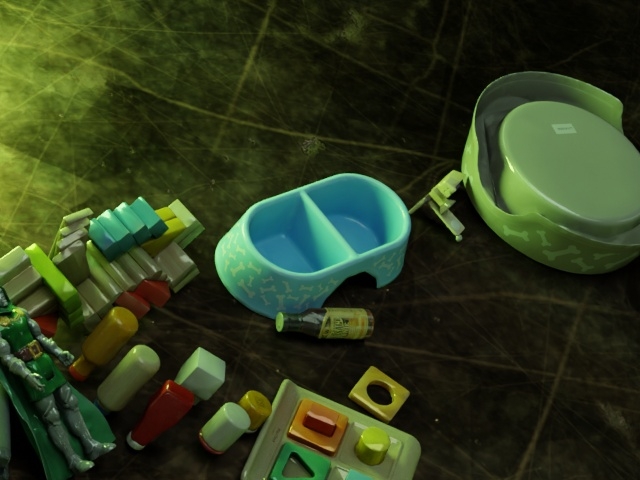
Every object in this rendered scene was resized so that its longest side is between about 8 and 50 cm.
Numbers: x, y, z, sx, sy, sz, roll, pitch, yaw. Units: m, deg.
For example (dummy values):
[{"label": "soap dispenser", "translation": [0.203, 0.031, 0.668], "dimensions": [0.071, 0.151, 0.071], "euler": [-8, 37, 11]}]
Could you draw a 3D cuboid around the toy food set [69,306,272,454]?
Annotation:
[{"label": "toy food set", "translation": [-0.179, 0.189, 1.834], "dimensions": [0.232, 0.104, 0.111], "euler": [32, 27, -21]}]

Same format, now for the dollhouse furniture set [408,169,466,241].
[{"label": "dollhouse furniture set", "translation": [0.204, -0.058, 2.245], "dimensions": [0.081, 0.091, 0.114], "euler": [48, 42, -1]}]

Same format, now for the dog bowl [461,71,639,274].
[{"label": "dog bowl", "translation": [0.369, -0.096, 2.336], "dimensions": [0.349, 0.102, 0.348], "euler": [14, 45, -15]}]

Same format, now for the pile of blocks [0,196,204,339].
[{"label": "pile of blocks", "translation": [-0.254, 0.042, 1.871], "dimensions": [0.362, 0.149, 0.112], "euler": [-27, 65, -41]}]

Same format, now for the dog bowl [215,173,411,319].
[{"label": "dog bowl", "translation": [0.000, 0.000, 2.088], "dimensions": [0.297, 0.074, 0.166], "euler": [-21, 62, -37]}]

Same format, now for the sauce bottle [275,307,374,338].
[{"label": "sauce bottle", "translation": [0.005, 0.107, 2.015], "dimensions": [0.128, 0.042, 0.042], "euler": [0, 50, -23]}]

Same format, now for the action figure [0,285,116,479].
[{"label": "action figure", "translation": [-0.315, 0.150, 1.734], "dimensions": [0.232, 0.063, 0.137], "euler": [59, 28, -6]}]

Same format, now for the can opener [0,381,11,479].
[{"label": "can opener", "translation": [-0.375, 0.233, 1.688], "dimensions": [0.093, 0.074, 0.280], "euler": [6, 47, -14]}]

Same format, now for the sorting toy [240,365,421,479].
[{"label": "sorting toy", "translation": [0.020, 0.261, 1.874], "dimensions": [0.196, 0.047, 0.347], "euler": [26, 43, -1]}]
